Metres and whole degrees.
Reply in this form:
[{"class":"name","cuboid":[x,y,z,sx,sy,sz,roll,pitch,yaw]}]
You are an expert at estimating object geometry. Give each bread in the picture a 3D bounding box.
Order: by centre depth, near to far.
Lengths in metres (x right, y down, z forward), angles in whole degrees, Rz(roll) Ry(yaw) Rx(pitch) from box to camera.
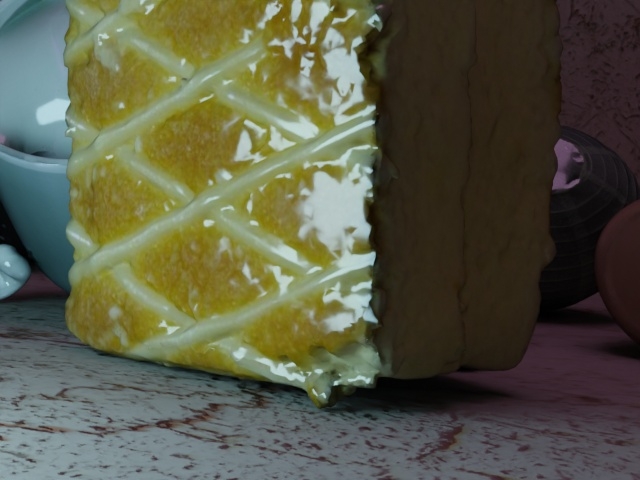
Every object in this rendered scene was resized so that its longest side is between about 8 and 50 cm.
[{"class":"bread","cuboid":[-0.009,-0.072,1.409,0.279,0.371,0.390,-5,6,-42]}]

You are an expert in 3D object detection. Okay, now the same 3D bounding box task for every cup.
[{"class":"cup","cuboid":[-0.241,-0.060,1.713,0.356,0.274,0.259,-37,56,-17]}]

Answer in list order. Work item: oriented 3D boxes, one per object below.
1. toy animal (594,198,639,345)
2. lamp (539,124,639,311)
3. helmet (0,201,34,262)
[{"class":"toy animal","cuboid":[0.395,0.024,1.735,0.213,0.195,0.256,17,8,34]},{"class":"lamp","cuboid":[0.241,-0.023,2.019,0.265,0.233,0.233,-15,9,-13]},{"class":"helmet","cuboid":[-0.325,-0.047,2.144,0.278,0.160,0.230,19,3,-6]}]
